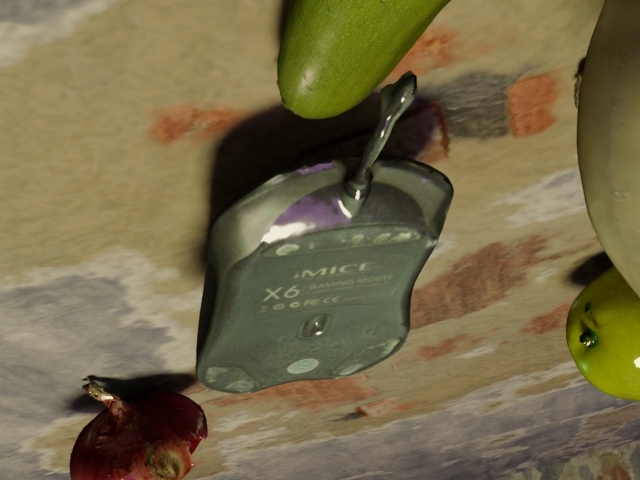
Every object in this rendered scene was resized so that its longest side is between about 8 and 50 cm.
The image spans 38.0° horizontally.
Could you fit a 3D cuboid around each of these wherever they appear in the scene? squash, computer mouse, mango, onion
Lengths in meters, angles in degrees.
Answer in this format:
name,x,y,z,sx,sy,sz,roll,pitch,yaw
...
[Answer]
name,x,y,z,sx,sy,sz,roll,pitch,yaw
squash,0.021,-0.111,0.419,0.066,0.066,0.201,-4,162,-21
computer mouse,0.000,0.000,0.631,0.167,0.090,0.379,-6,150,-19
mango,0.387,0.067,0.940,0.293,0.143,0.175,-18,160,-14
onion,-0.200,0.189,0.945,0.150,0.140,0.150,-23,-161,9

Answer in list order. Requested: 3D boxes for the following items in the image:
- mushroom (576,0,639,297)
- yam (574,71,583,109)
name,x,y,z,sx,sy,sz,roll,pitch,yaw
mushroom,0.278,-0.031,0.423,0.315,0.315,0.356,-16,143,6
yam,0.230,-0.107,0.582,0.145,0.032,0.032,-13,157,-6
